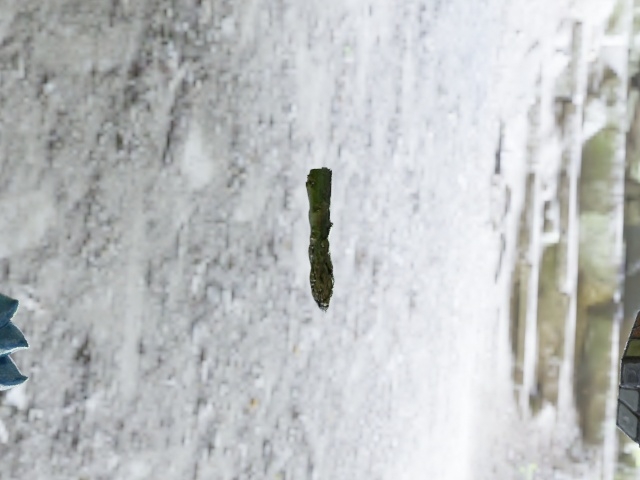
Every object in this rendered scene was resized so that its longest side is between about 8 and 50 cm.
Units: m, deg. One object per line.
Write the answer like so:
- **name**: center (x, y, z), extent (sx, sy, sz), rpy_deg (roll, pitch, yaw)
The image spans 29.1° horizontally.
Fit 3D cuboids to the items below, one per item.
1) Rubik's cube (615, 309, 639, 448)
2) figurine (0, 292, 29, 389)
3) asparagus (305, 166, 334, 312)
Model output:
- **Rubik's cube**: center (0.211, 0.078, 0.657), extent (0.093, 0.111, 0.111), rpy_deg (-15, 111, -34)
- **figurine**: center (-0.235, 0.071, 0.789), extent (0.079, 0.114, 0.114), rpy_deg (-12, -109, 61)
- **asparagus**: center (0.001, 0.000, 1.384), extent (0.036, 0.030, 0.165), rpy_deg (-53, 142, -80)
